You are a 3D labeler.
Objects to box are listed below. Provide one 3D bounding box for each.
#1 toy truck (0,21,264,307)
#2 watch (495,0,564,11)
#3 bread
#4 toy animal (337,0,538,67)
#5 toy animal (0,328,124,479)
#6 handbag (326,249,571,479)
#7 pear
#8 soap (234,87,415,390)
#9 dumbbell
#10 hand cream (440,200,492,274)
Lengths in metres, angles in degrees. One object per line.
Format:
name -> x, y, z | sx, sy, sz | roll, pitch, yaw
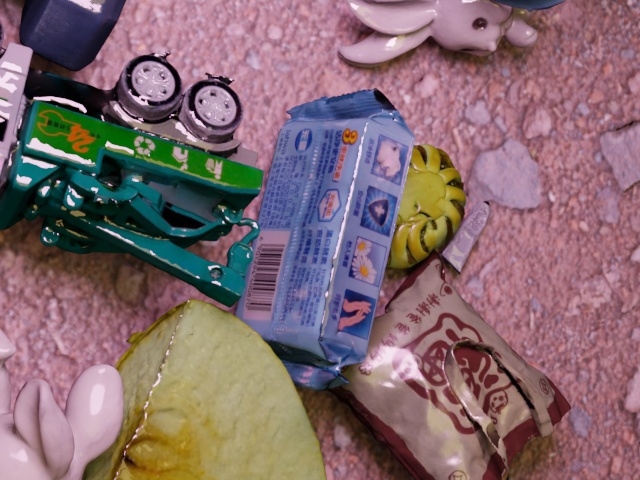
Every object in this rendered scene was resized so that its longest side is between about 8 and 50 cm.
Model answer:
toy truck -> -0.219, -0.075, 1.313 | 0.363, 0.176, 0.178 | 19, 60, -17
watch -> 0.218, -0.324, 1.411 | 0.211, 0.211, 0.193 | 41, 100, -15
bread -> 0.092, -0.039, 1.514 | 0.139, 0.071, 0.130 | -16, 88, -22
toy animal -> 0.136, -0.233, 1.516 | 0.221, 0.104, 0.131 | -31, 70, -19
toy animal -> -0.289, 0.165, 1.280 | 0.193, 0.127, 0.178 | 28, 99, 23
handbag -> 0.128, 0.147, 1.484 | 0.235, 0.127, 0.213 | 44, 56, 7
pear -> -0.113, 0.230, 1.383 | 0.239, 0.139, 0.288 | 29, 70, -21
soap -> 0.000, 0.000, 1.426 | 0.077, 0.156, 0.293 | 21, 79, -38
dumbbell -> -0.329, -0.288, 1.318 | 0.325, 0.144, 0.160 | 25, 77, -20
hand cream -> 0.160, -0.006, 1.559 | 0.030, 0.019, 0.093 | 43, 63, -15
